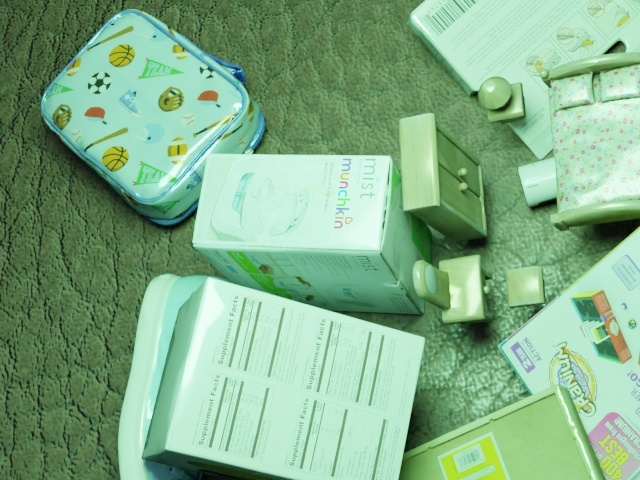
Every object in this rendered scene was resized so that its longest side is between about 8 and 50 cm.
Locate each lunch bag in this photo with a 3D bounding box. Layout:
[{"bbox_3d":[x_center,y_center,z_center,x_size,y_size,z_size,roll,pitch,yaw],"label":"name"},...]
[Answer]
[{"bbox_3d":[-0.230,-0.178,1.692,0.303,0.115,0.243,39,83,25],"label":"lunch bag"}]

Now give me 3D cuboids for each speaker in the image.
[{"bbox_3d":[0.324,-0.086,1.527,0.136,0.055,0.055,-16,67,10],"label":"speaker"}]

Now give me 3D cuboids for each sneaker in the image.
[{"bbox_3d":[-0.159,0.211,1.516,0.150,0.135,0.366,-5,70,18],"label":"sneaker"}]

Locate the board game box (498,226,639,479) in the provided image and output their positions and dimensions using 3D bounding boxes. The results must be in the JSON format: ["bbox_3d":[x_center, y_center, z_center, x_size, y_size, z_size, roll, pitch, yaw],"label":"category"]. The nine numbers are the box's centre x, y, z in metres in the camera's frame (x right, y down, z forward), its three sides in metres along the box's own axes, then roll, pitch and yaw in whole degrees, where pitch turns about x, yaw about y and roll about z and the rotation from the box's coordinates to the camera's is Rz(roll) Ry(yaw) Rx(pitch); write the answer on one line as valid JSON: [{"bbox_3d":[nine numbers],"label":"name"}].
[{"bbox_3d":[0.389,0.121,1.358,0.316,0.064,0.242,-44,63,26],"label":"board game box"}]

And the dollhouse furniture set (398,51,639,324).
[{"bbox_3d":[0.287,-0.077,1.382,0.355,0.174,0.303,-9,72,26],"label":"dollhouse furniture set"}]

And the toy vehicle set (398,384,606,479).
[{"bbox_3d":[0.193,0.295,1.384,0.266,0.035,0.166,-28,62,21],"label":"toy vehicle set"}]

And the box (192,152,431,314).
[{"bbox_3d":[0.000,0.000,1.477,0.231,0.262,0.127,1,71,17],"label":"box"}]

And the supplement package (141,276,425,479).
[{"bbox_3d":[-0.048,0.186,1.400,0.262,0.199,0.198,16,73,-12],"label":"supplement package"}]

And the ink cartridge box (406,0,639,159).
[{"bbox_3d":[0.310,-0.297,1.604,0.296,0.066,0.261,-41,90,-1],"label":"ink cartridge box"}]
